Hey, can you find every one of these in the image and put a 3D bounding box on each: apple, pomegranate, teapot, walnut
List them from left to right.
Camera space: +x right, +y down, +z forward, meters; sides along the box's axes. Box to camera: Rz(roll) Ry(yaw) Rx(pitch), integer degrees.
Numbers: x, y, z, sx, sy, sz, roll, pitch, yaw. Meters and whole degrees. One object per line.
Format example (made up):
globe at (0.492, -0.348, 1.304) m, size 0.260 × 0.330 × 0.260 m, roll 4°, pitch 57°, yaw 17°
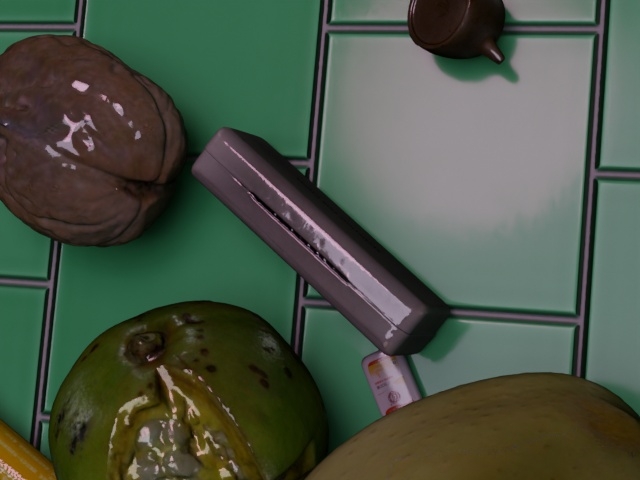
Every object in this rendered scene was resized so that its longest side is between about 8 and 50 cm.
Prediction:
walnut at (-0.226, -0.093, 1.240) m, size 0.230 × 0.178 × 0.178 m, roll 36°, pitch 95°, yaw 24°
pomegranate at (-0.090, 0.196, 1.149) m, size 0.236 × 0.236 × 0.302 m, roll -21°, pitch 111°, yaw 14°
teapot at (0.121, -0.197, 1.192) m, size 0.076 × 0.068 × 0.121 m, roll -50°, pitch 49°, yaw 28°
apple at (0.133, 0.279, 0.985) m, size 0.357 × 0.357 × 0.357 m, roll -2°, pitch 83°, yaw 17°

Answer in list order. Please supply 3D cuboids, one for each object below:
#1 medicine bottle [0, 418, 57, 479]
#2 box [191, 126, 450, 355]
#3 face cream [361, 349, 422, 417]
medicine bottle at (-0.271, 0.220, 1.260) m, size 0.218 × 0.074 × 0.074 m, roll 35°, pitch 95°, yaw 17°
box at (0.000, 0.000, 1.182) m, size 0.243 × 0.103 × 0.055 m, roll 42°, pitch 101°, yaw 17°
face cream at (0.066, 0.133, 1.188) m, size 0.040 × 0.021 × 0.083 m, roll -26°, pitch 77°, yaw 14°
